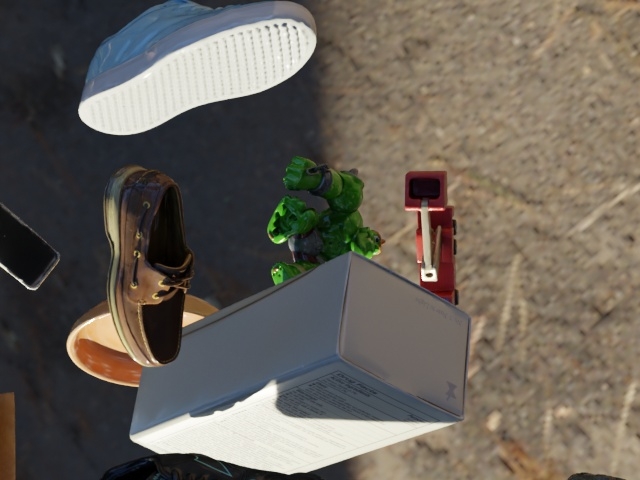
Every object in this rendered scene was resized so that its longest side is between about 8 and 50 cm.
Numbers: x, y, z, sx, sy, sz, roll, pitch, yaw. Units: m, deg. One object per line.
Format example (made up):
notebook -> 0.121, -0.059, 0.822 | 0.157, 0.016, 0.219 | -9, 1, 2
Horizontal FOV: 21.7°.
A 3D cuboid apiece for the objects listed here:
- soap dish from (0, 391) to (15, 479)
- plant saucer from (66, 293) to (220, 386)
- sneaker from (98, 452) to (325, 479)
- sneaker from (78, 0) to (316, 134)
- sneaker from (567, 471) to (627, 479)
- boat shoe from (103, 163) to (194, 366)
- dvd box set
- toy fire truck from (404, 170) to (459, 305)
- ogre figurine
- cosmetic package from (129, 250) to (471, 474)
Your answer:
soap dish -> -0.357, 0.220, 1.369 | 0.291, 0.228, 0.118 | -126, 24, -73
plant saucer -> -0.190, 0.110, 1.915 | 0.200, 0.200, 0.037 | 131, 143, -49
sneaker -> -0.088, 0.237, 1.430 | 0.267, 0.106, 0.101 | 1, 78, 48
sneaker -> -0.161, -0.257, 2.091 | 0.366, 0.150, 0.135 | -15, 149, 32
sneaker -> 0.341, 0.335, 1.681 | 0.271, 0.108, 0.100 | 46, 159, -15
boat shoe -> -0.139, 0.026, 1.396 | 0.060, 0.064, 0.178 | 10, 113, 37
dvd box set -> -0.517, -0.102, 2.068 | 0.307, 0.062, 0.420 | 45, 170, -33
toy fire truck -> 0.133, 0.010, 1.965 | 0.047, 0.135, 0.192 | -1, 98, 10
ogre figurine -> 0.000, 0.000, 1.733 | 0.096, 0.118, 0.197 | -3, 104, 41
cosmetic package -> -0.023, 0.131, 1.569 | 0.160, 0.113, 0.309 | 30, 143, -33
